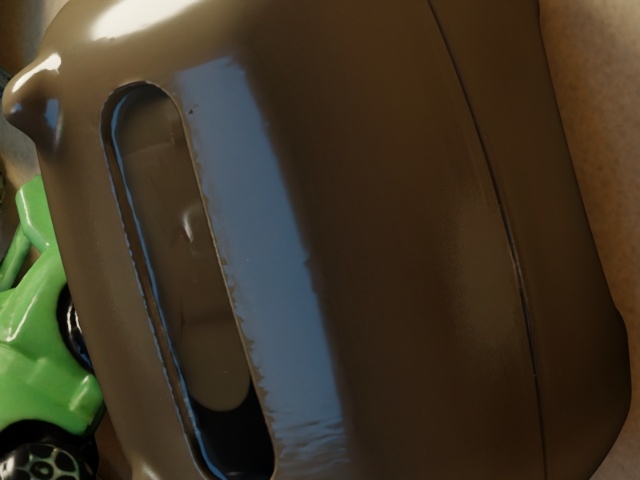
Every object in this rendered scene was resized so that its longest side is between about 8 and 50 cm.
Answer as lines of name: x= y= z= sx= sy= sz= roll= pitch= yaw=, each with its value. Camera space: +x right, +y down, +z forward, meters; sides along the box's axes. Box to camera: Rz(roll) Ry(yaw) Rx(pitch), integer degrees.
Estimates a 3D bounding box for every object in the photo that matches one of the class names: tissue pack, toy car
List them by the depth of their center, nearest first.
tissue pack: x=0.000 y=0.000 z=0.895 sx=0.267 sy=0.277 sz=0.387 roll=-11 pitch=98 yaw=40
toy car: x=-0.235 y=0.130 z=1.151 sx=0.176 sy=0.358 sz=0.213 roll=32 pitch=130 yaw=-4

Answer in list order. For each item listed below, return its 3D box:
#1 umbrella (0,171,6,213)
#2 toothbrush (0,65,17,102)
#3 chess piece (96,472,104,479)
umbrella: x=-0.296 y=-0.019 z=1.259 sx=0.067 sy=0.143 sz=0.062 roll=20 pitch=151 yaw=-12
toothbrush: x=-0.401 y=-0.155 z=1.358 sx=0.418 sy=0.040 sz=0.042 roll=12 pitch=71 yaw=41
chess piece: x=-0.167 y=0.274 z=1.262 sx=0.200 sy=0.090 sz=0.090 roll=49 pitch=130 yaw=22
